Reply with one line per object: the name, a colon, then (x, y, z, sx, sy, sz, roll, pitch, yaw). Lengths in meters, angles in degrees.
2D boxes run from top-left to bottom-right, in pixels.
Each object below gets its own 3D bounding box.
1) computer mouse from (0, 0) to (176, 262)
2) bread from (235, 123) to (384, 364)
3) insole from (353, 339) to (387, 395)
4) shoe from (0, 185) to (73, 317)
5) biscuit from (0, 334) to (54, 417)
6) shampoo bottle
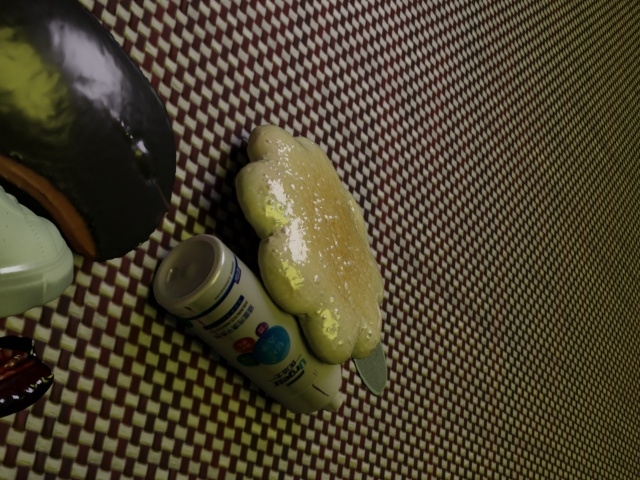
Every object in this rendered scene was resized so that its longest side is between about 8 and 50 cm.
computer mouse: (-0.230, -0.112, 0.796, 0.323, 0.116, 0.183, 45, 53, -44)
bread: (0.000, 0.000, 1.101, 0.316, 0.054, 0.316, 51, 27, -39)
insole: (0.050, 0.116, 1.272, 0.080, 0.003, 0.232, -53, 127, -46)
shoe: (-0.275, -0.018, 0.616, 0.363, 0.131, 0.160, -40, 130, -80)
biscuit: (-0.290, 0.109, 0.569, 0.151, 0.235, 0.063, -30, 102, -57)
shampoo bottle: (-0.061, 0.114, 1.031, 0.303, 0.092, 0.092, 49, 47, -41)
